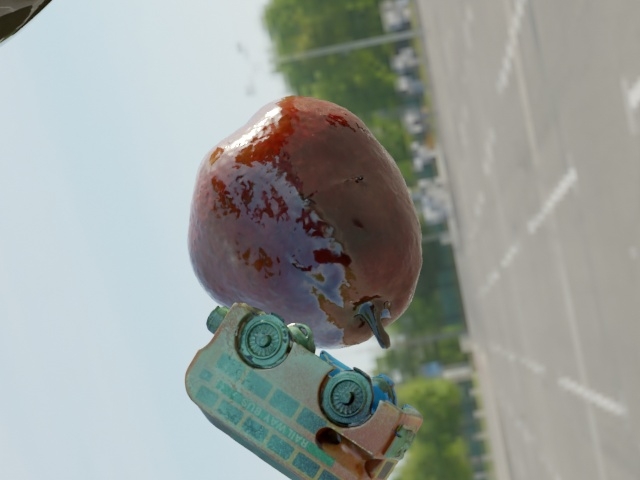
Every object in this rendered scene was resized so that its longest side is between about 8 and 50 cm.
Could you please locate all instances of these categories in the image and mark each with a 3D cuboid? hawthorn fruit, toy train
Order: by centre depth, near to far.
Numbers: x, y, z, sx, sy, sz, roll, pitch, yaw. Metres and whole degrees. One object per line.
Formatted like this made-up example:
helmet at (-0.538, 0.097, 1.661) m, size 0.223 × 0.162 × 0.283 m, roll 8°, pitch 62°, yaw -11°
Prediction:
toy train at (-0.016, 0.121, 1.360) m, size 0.099 × 0.188 × 0.072 m, roll -60°, pitch -21°, yaw 5°
hawthorn fruit at (0.000, 0.000, 1.670) m, size 0.261 × 0.224 × 0.224 m, roll 44°, pitch 160°, yaw 36°

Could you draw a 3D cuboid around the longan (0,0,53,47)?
longan at (-0.225, -0.198, 0.834) m, size 0.258 × 0.258 × 0.258 m, roll -11°, pitch -90°, yaw -87°
